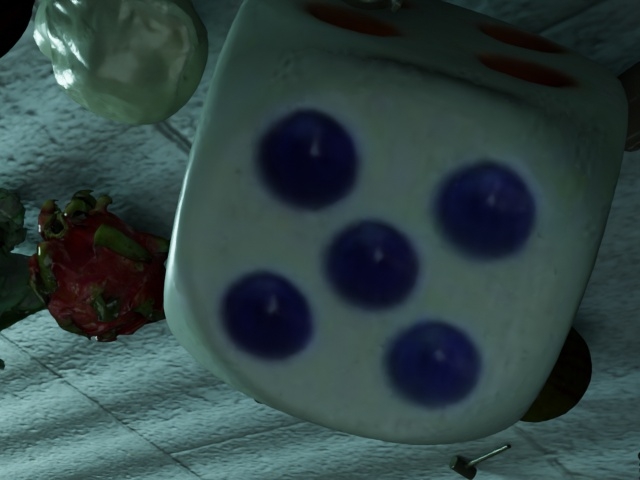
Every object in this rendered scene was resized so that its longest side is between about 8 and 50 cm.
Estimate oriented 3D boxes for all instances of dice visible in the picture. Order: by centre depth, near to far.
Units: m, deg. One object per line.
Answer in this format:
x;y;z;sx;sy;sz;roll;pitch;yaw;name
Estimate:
0.055;-0.029;1.004;0.304;0.277;0.304;17;112;2;dice

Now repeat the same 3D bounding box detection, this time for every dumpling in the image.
-0.187;-0.185;1.160;0.162;0.132;0.250;26;164;-15;dumpling

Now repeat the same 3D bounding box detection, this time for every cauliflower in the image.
-0.419;0.053;1.588;0.315;0.239;0.256;4;173;-34;cauliflower

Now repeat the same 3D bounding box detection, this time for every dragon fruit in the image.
-0.260;0.028;1.470;0.160;0.166;0.172;47;178;40;dragon fruit

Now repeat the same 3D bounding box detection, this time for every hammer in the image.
0.219;0.292;1.666;0.035;0.019;0.110;34;139;-15;hammer

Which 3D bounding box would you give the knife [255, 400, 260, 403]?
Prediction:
0.011;0.207;1.671;0.247;0.018;0.035;-7;132;32;knife

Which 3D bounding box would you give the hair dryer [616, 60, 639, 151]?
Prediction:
0.333;-0.098;1.046;0.181;0.064;0.117;28;147;-21;hair dryer

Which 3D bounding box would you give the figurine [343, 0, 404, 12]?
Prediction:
0.050;-0.238;0.925;0.132;0.154;0.132;15;143;12;figurine

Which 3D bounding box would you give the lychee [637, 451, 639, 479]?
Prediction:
0.462;0.242;1.264;0.267;0.267;0.267;15;145;11;lychee

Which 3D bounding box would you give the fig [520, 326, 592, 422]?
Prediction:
0.254;0.164;1.404;0.124;0.124;0.236;4;156;25;fig

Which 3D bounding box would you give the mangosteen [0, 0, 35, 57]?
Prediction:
-0.343;-0.244;1.102;0.209;0.210;0.210;15;145;11;mangosteen
